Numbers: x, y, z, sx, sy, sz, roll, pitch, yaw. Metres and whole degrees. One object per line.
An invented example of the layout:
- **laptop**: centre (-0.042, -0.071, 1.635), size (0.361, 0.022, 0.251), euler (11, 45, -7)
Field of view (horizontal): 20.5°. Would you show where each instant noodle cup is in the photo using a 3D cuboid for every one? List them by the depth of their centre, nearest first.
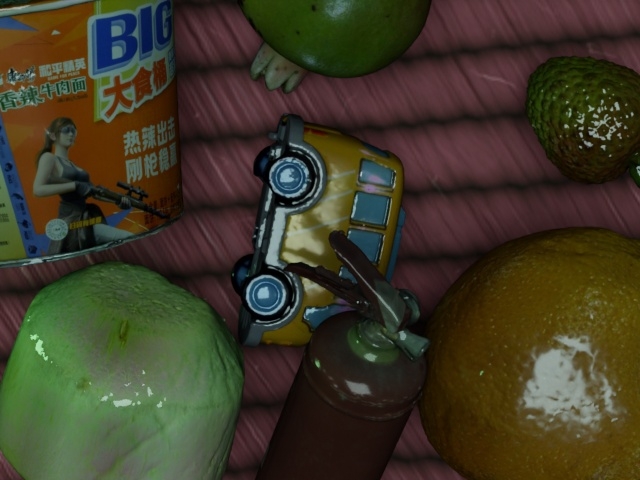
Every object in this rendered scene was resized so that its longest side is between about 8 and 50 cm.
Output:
- **instant noodle cup**: centre (-0.240, -0.106, 1.507), size (0.296, 0.296, 0.214), euler (-9, 102, 2)

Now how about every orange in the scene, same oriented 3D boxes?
- **orange**: centre (0.215, 0.110, 1.522), size (0.264, 0.264, 0.264), euler (0, 94, 1)

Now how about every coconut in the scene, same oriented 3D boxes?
- **coconut**: centre (-0.174, 0.146, 1.554), size (0.236, 0.204, 0.236), euler (-6, 122, -10)

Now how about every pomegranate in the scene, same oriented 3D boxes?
- **pomegranate**: centre (0.001, -0.210, 1.549), size (0.180, 0.180, 0.209), euler (33, 124, -2)

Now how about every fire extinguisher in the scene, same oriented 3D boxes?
- **fire extinguisher**: centre (0.004, 0.136, 1.516), size (0.147, 0.106, 0.337), euler (30, 130, 12)

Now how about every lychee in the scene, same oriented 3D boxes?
- **lychee**: centre (0.245, -0.104, 1.571), size (0.146, 0.114, 0.114), euler (44, 94, 17)

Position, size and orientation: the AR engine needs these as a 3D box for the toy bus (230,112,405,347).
- **toy bus**: centre (0.000, 0.000, 1.579), size (0.136, 0.126, 0.209), euler (12, 94, -9)
